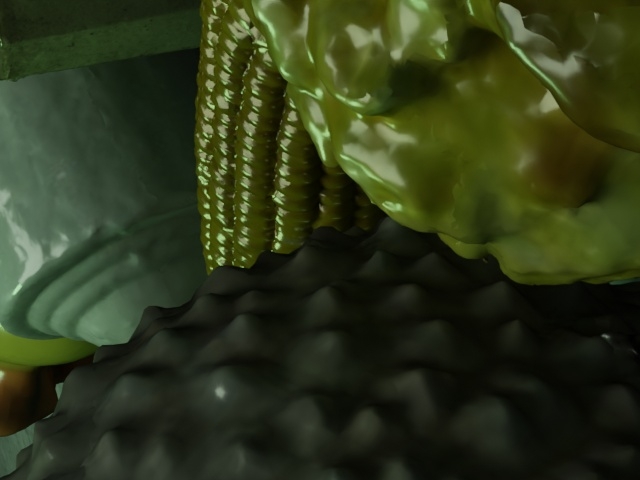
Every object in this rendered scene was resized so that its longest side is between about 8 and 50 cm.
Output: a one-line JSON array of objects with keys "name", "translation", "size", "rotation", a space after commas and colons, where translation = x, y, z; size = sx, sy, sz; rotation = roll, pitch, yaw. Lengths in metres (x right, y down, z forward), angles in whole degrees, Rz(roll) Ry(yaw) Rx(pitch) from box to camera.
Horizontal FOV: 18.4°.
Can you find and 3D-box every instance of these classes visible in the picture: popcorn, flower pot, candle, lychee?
[{"name": "popcorn", "translation": [0.095, -0.118, 0.648], "size": [0.251, 0.206, 0.237], "rotation": [-47, 45, 48]}, {"name": "flower pot", "translation": [-0.118, -0.183, 1.160], "size": [0.212, 0.203, 0.212], "rotation": [162, 90, -74]}, {"name": "candle", "translation": [-0.152, -0.059, 1.320], "size": [0.342, 0.221, 0.221], "rotation": [66, 159, 17]}, {"name": "lychee", "translation": [0.042, 0.185, 0.784], "size": [0.432, 0.380, 0.380], "rotation": [13, 120, 47]}]

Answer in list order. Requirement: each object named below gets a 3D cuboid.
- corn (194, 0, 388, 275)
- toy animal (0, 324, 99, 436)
[{"name": "corn", "translation": [-0.003, -0.041, 1.076], "size": [0.131, 0.131, 0.344], "rotation": [57, 157, 36]}, {"name": "toy animal", "translation": [-0.223, -0.007, 1.611], "size": [0.191, 0.216, 0.338], "rotation": [17, 123, 34]}]
